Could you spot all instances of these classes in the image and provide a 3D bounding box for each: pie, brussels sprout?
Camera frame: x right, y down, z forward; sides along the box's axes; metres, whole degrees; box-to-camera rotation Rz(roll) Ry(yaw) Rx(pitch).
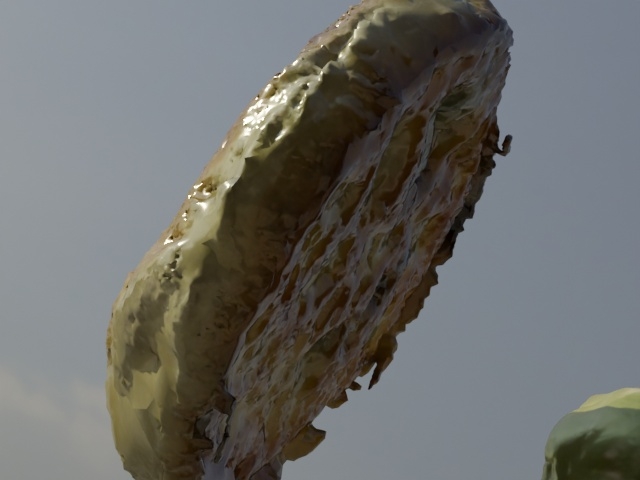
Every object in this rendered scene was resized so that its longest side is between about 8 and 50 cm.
[{"bbox_3d":[0.000,0.000,0.915,0.092,0.315,0.315,34,-19,16],"label":"pie"},{"bbox_3d":[0.203,0.146,0.992,0.122,0.151,0.149,-26,-13,32],"label":"brussels sprout"}]
